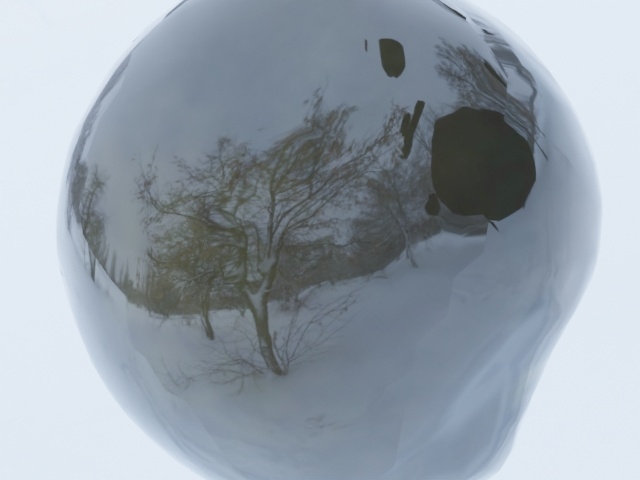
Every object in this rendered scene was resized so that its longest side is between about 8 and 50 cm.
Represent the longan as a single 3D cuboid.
[{"bbox_3d":[0.000,0.000,0.641,0.198,0.198,0.212,-35,-14,-23],"label":"longan"}]
